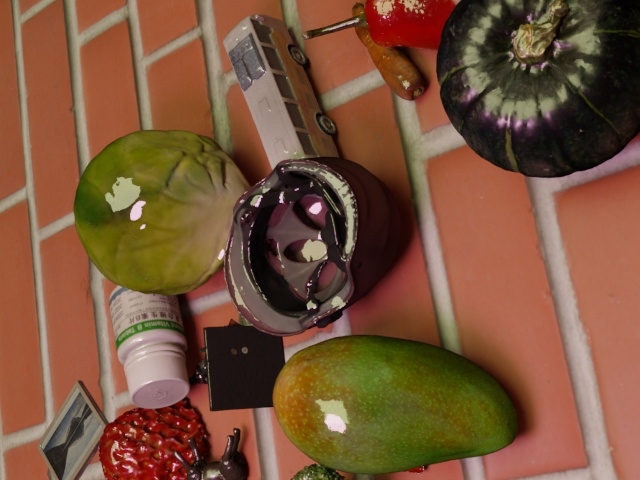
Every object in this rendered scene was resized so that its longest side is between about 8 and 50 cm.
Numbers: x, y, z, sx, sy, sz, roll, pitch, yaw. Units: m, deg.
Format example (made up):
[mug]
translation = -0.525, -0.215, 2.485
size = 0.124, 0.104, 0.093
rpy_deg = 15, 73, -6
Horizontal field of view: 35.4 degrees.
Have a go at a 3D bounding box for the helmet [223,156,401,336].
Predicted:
[helmet]
translation = 0.000, 0.000, 1.697
size = 0.271, 0.197, 0.338
rpy_deg = 54, 131, 20

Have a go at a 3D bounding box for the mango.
[mango]
translation = 0.110, 0.256, 1.535
size = 0.381, 0.225, 0.201
rpy_deg = 6, 113, 12

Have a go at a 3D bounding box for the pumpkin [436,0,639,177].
[pumpkin]
translation = 0.323, -0.247, 1.429
size = 0.323, 0.241, 0.324
rpy_deg = -1, 88, 26

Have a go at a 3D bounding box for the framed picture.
[framed picture]
translation = -0.542, 0.431, 2.188
size = 0.150, 0.015, 0.203
rpy_deg = 48, 113, 33

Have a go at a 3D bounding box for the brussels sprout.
[brussels sprout]
translation = -0.299, -0.062, 1.903
size = 0.268, 0.344, 0.344
rpy_deg = -121, 53, -72

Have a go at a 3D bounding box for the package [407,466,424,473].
[package]
translation = 0.140, 0.280, 1.656
size = 0.083, 0.022, 0.201
rpy_deg = -2, 81, 37

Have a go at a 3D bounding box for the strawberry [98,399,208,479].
[strawberry]
translation = -0.354, 0.405, 1.944
size = 0.233, 0.178, 0.234
rpy_deg = -14, 69, 39

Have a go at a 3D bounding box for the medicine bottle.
[medicine bottle]
translation = -0.331, 0.197, 1.948
size = 0.139, 0.139, 0.237
rpy_deg = -38, 49, 28

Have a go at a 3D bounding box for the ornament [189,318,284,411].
[ornament]
translation = -0.176, 0.243, 1.887
size = 0.196, 0.153, 0.166
rpy_deg = -28, 64, 59

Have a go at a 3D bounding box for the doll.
[doll]
translation = -0.199, 0.443, 1.873
size = 0.139, 0.057, 0.165
rpy_deg = -13, 101, 12

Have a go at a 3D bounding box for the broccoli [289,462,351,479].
[broccoli]
translation = -0.018, 0.480, 1.582
size = 0.186, 0.302, 0.254
rpy_deg = 45, 108, 36

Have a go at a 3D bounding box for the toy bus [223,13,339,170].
[toy bus]
translation = -0.072, -0.255, 1.827
size = 0.097, 0.138, 0.343
rpy_deg = -36, 65, 32

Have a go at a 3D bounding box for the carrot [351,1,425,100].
[carrot]
translation = 0.109, -0.334, 1.749
size = 0.059, 0.059, 0.248
rpy_deg = -46, 56, 24

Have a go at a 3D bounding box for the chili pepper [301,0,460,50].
[chili pepper]
translation = 0.142, -0.384, 1.671
size = 0.338, 0.134, 0.131
rpy_deg = 11, 94, 37
